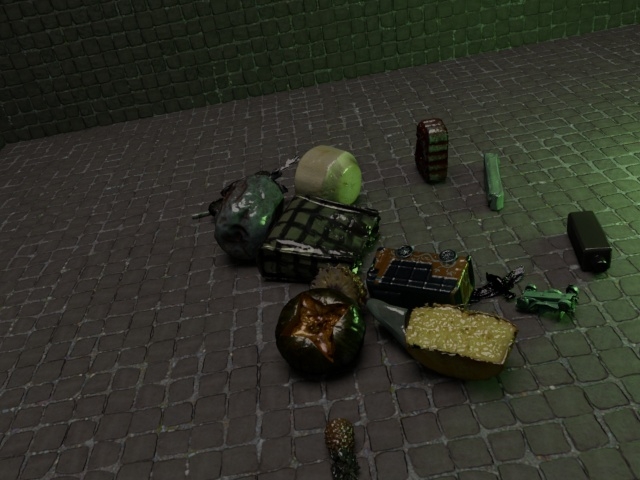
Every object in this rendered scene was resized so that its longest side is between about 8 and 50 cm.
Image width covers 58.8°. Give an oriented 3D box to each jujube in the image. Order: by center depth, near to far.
[{"bbox_3d":[-0.246,-0.090,1.974,0.216,0.246,0.308,8,34,10],"label":"jujube"}]

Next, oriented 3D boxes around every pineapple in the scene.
[{"bbox_3d":[0.047,0.464,1.218,0.074,0.074,0.159,-11,41,1],"label":"pineapple"},{"bbox_3d":[0.073,0.148,1.624,0.176,0.161,0.137,41,23,22],"label":"pineapple"}]

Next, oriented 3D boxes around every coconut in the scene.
[{"bbox_3d":[0.014,-0.236,2.135,0.266,0.237,0.237,17,42,38],"label":"coconut"}]

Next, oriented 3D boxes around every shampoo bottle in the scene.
[{"bbox_3d":[0.790,0.007,1.670,0.079,0.080,0.246,-5,33,13],"label":"shampoo bottle"}]

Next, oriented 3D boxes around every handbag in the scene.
[{"bbox_3d":[0.000,0.000,1.860,0.327,0.162,0.325,11,42,17],"label":"handbag"}]

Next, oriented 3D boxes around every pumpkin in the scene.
[{"bbox_3d":[0.001,0.236,1.479,0.238,0.159,0.237,-4,56,6],"label":"pumpkin"}]

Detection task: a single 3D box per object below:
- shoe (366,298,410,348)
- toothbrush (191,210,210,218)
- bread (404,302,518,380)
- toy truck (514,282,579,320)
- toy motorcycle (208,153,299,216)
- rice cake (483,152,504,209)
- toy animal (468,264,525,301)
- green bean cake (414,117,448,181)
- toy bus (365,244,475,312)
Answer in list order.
[{"bbox_3d":[0.207,0.210,1.494,0.078,0.079,0.195,-47,58,11],"label":"shoe"},{"bbox_3d":[-0.392,-0.125,2.285,0.257,0.018,0.024,-14,39,-5],"label":"toothbrush"},{"bbox_3d":[0.341,0.255,1.379,0.261,0.147,0.160,5,45,23],"label":"bread"},{"bbox_3d":[0.603,0.166,1.505,0.154,0.078,0.080,-2,29,45],"label":"toy truck"},{"bbox_3d":[-0.237,-0.189,2.197,0.401,0.134,0.207,-35,46,-10],"label":"toy motorcycle"},{"bbox_3d":[0.630,-0.219,2.074,0.063,0.066,0.336,-1,35,15],"label":"rice cake"},{"bbox_3d":[0.506,0.125,1.609,0.220,0.062,0.108,-25,17,-18],"label":"toy animal"},{"bbox_3d":[0.425,-0.354,2.191,0.097,0.232,0.198,-7,37,-1],"label":"green bean cake"},{"bbox_3d":[0.274,0.117,1.589,0.275,0.138,0.167,7,49,29],"label":"toy bus"}]
